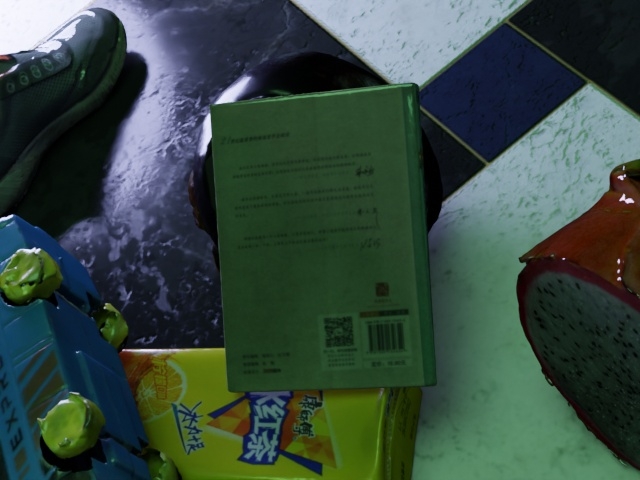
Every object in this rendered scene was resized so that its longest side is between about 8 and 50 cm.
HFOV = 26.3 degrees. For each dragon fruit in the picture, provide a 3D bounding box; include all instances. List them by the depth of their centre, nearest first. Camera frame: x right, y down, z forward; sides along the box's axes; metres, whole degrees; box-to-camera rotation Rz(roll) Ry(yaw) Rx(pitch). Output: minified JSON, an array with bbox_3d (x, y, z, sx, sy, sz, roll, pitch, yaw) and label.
[{"bbox_3d":[0.338,0.057,1.173,0.226,0.305,0.305,-42,51,-18],"label":"dragon fruit"}]

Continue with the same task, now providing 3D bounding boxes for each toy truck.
[{"bbox_3d":[-0.258,0.156,1.285,0.162,0.161,0.385,-33,52,9],"label":"toy truck"}]

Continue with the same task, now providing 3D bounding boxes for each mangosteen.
[{"bbox_3d":[-0.026,-0.053,1.429,0.287,0.233,0.288,2,97,19],"label":"mangosteen"}]

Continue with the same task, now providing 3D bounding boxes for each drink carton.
[{"bbox_3d":[-0.085,0.191,1.357,0.351,0.111,0.154,-3,57,21],"label":"drink carton"}]

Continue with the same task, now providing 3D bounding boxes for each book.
[{"bbox_3d":[0.000,0.000,1.288,0.215,0.025,0.283,-3,87,19],"label":"book"}]

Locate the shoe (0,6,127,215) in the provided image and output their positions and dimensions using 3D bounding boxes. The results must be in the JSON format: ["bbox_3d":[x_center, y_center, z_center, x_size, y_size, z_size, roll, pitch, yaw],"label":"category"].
[{"bbox_3d":[-0.387,-0.194,1.717,0.132,0.171,0.336,22,68,34],"label":"shoe"}]
